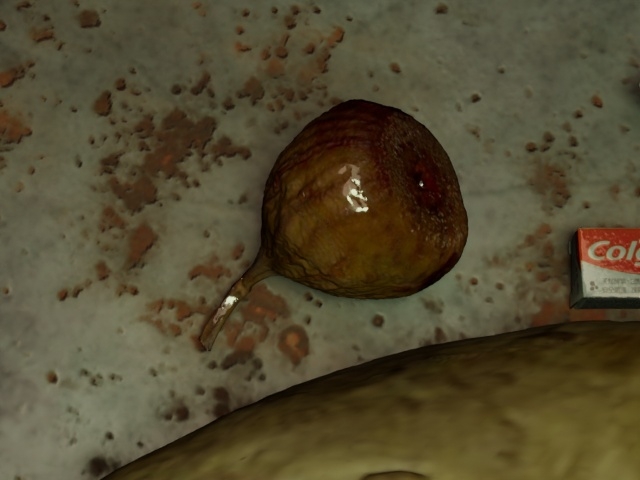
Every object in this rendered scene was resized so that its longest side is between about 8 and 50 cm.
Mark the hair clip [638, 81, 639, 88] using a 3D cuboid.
[{"bbox_3d":[0.309,-0.059,0.886,0.140,0.054,0.220,-50,57,8],"label":"hair clip"}]

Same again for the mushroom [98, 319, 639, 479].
[{"bbox_3d":[0.047,0.147,0.776,0.397,0.224,0.314,3,35,29],"label":"mushroom"}]

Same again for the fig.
[{"bbox_3d":[0.000,0.000,0.906,0.201,0.146,0.134,-38,44,31],"label":"fig"}]

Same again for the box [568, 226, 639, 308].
[{"bbox_3d":[0.284,0.019,0.911,0.218,0.039,0.055,1,74,2],"label":"box"}]
